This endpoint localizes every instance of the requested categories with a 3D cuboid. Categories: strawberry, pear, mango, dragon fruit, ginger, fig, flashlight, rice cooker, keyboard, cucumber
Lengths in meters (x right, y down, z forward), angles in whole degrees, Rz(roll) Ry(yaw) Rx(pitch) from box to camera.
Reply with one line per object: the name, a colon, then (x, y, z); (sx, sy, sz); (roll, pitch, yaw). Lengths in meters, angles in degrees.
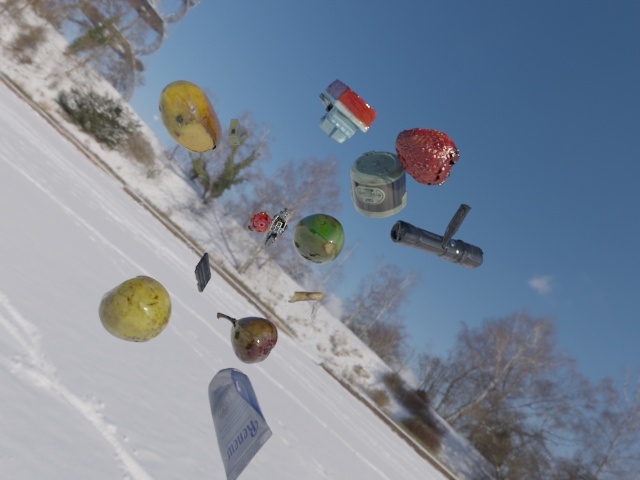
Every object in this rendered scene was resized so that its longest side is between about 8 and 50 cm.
strawberry: (0.459, -0.383, 2.043); (0.288, 0.239, 0.250); (34, -16, 1)
pear: (-0.815, 0.310, 2.056); (0.304, 0.304, 0.304); (40, -14, 12)
mango: (-0.347, -0.330, 1.260); (0.262, 0.129, 0.167); (60, 21, -70)
dragon fruit: (-0.283, -0.075, 2.161); (0.112, 0.126, 0.068); (8, 41, -50)
ginger: (-0.059, 0.216, 1.776); (0.137, 0.044, 0.057); (-6, -45, 9)
fig: (-0.356, 0.410, 2.098); (0.320, 0.217, 0.217); (34, -16, 23)
fig: (0.000, 0.000, 1.565); (0.181, 0.181, 0.191); (48, -3, -22)
flashlight: (0.435, 0.015, 1.705); (0.423, 0.103, 0.103); (18, 0, -29)
rice cooker: (0.283, -0.269, 2.265); (0.288, 0.288, 0.277); (32, -34, 37)
keyboard: (-0.525, 0.147, 2.052); (0.016, 0.106, 0.262); (23, -30, 4)
cucumber: (0.430, -0.043, 1.472); (0.039, 0.163, 0.043); (21, 16, -26)

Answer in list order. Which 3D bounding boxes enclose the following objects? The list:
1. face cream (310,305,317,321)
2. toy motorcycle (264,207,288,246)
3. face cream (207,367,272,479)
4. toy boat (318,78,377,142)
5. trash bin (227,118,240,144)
face cream: (-0.028, 0.319, 1.999); (0.038, 0.020, 0.115); (60, 13, -13)
toy motorcycle: (-0.238, -0.069, 2.479); (0.094, 0.229, 0.130); (29, -12, -16)
face cream: (-0.297, 0.612, 1.620); (0.137, 0.235, 0.420); (35, 7, -34)
toy boat: (0.056, -0.364, 1.306); (0.145, 0.133, 0.332); (36, 16, -18)
trash bin: (-0.365, -0.462, 1.950); (0.042, 0.092, 0.061); (-1, -23, 1)
